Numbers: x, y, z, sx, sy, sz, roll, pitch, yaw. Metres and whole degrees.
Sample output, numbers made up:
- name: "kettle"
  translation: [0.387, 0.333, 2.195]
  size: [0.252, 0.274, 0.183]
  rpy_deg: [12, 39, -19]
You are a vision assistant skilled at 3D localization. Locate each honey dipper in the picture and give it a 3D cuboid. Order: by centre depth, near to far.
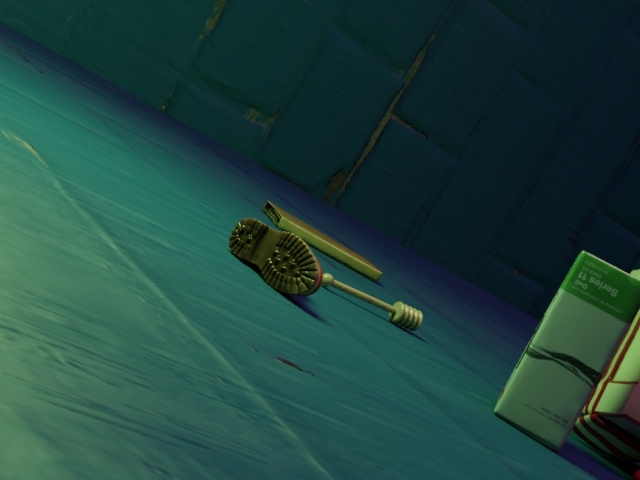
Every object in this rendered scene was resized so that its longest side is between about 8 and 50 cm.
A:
- name: "honey dipper"
  translation: [0.066, 0.078, 1.541]
  size: [0.161, 0.030, 0.030]
  rpy_deg: [26, 6, -30]

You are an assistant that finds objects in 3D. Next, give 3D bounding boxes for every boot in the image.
- name: "boot"
  translation: [-0.030, 0.027, 1.294]
  size: [0.085, 0.059, 0.158]
  rpy_deg: [34, 1, -36]

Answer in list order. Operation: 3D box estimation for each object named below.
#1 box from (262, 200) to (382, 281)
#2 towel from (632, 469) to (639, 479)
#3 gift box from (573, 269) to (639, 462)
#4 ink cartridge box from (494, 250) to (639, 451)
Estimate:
- name: "box"
  translation: [0.000, 0.000, 2.023]
  size: [0.201, 0.021, 0.164]
  rpy_deg: [29, 5, -16]
- name: "towel"
  translation: [0.489, 0.309, 1.260]
  size: [0.199, 0.031, 0.275]
  rpy_deg: [-1, 20, -23]
- name: "gift box"
  translation: [0.484, 0.200, 1.545]
  size: [0.255, 0.258, 0.276]
  rpy_deg: [30, -10, 0]
- name: "ink cartridge box"
  translation: [0.285, 0.123, 1.349]
  size: [0.087, 0.208, 0.153]
  rpy_deg: [29, 3, 10]
